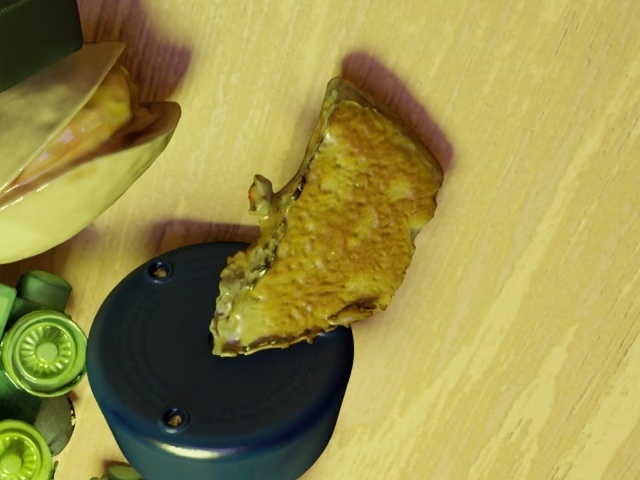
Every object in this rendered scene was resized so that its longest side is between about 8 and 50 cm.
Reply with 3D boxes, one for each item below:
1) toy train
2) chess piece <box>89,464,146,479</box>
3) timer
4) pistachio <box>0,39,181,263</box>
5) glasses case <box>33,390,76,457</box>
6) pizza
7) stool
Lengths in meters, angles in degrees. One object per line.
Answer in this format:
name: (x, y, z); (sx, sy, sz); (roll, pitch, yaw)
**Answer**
toy train: (-0.356, 0.151, 1.590); (0.188, 0.159, 0.271); (22, 84, -20)
chess piece: (-0.237, 0.428, 1.869); (0.195, 0.194, 0.299); (9, 117, 2)
timer: (-0.100, 0.217, 1.672); (0.271, 0.270, 0.383); (5, 139, 5)
pistachio: (-0.288, -0.082, 1.499); (0.299, 0.187, 0.187); (-28, 117, 21)
glasses case: (-0.385, 0.138, 1.715); (0.067, 0.109, 0.282); (-30, 115, 33)
pizza: (0.000, 0.000, 1.515); (0.189, 0.071, 0.297); (30, 88, -27)
stool: (-0.333, -0.229, 1.384); (0.232, 0.232, 0.141); (1, 123, 8)
